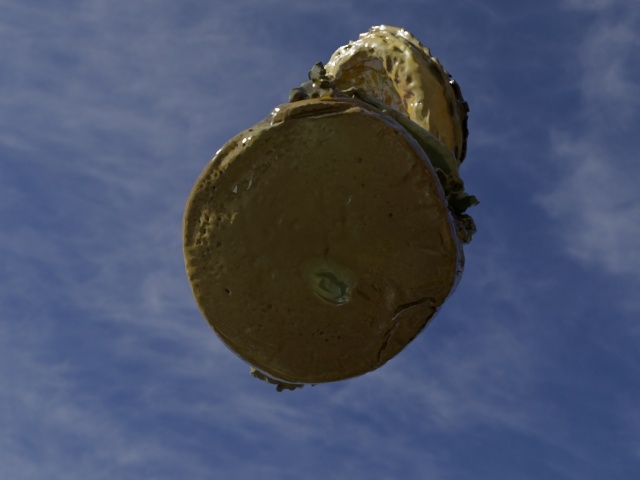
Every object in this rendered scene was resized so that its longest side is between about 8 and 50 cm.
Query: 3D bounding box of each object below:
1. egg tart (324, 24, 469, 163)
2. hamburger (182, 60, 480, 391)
[{"bbox_3d":[0.085,-0.120,1.028,0.106,0.241,0.241,-16,-47,-30],"label":"egg tart"},{"bbox_3d":[0.000,0.000,0.674,0.189,0.122,0.215,39,-80,4],"label":"hamburger"}]
